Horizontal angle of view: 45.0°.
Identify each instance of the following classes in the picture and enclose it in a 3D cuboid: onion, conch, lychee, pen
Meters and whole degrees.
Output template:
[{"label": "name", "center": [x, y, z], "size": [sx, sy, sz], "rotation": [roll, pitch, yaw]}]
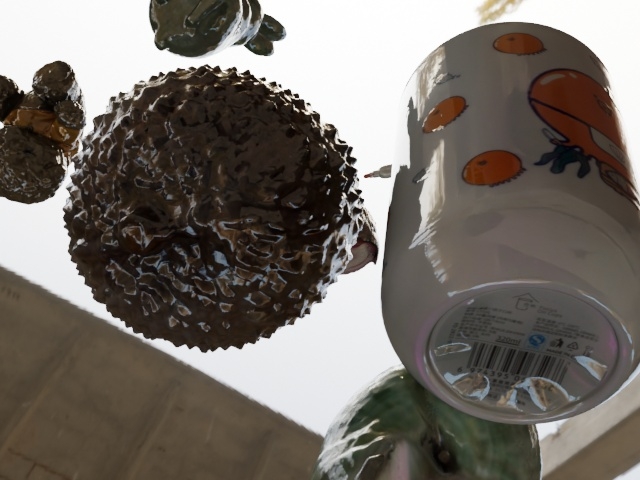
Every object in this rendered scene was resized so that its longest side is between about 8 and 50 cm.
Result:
[{"label": "onion", "center": [-0.001, -0.013, 1.350], "size": [0.198, 0.173, 0.135], "rotation": [-15, -123, 11]}, {"label": "conch", "center": [0.112, 0.221, 0.747], "size": [0.277, 0.195, 0.220], "rotation": [24, -139, -44]}, {"label": "lychee", "center": [-0.105, -0.036, 0.776], "size": [0.300, 0.300, 0.300], "rotation": [17, -136, -17]}, {"label": "pen", "center": [0.178, -0.129, 1.283], "size": [0.218, 0.026, 0.026], "rotation": [-12, -132, 6]}]

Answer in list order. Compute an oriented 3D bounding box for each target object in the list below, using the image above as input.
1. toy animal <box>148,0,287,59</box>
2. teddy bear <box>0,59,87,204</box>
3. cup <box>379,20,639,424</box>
[{"label": "toy animal", "center": [-0.136, -0.308, 1.074], "size": [0.251, 0.127, 0.125], "rotation": [-11, -98, -70]}, {"label": "teddy bear", "center": [-0.391, -0.135, 1.053], "size": [0.177, 0.140, 0.190], "rotation": [-8, -125, 19]}, {"label": "cup", "center": [0.159, -0.017, 0.646], "size": [0.212, 0.212, 0.317], "rotation": [24, -140, -9]}]
